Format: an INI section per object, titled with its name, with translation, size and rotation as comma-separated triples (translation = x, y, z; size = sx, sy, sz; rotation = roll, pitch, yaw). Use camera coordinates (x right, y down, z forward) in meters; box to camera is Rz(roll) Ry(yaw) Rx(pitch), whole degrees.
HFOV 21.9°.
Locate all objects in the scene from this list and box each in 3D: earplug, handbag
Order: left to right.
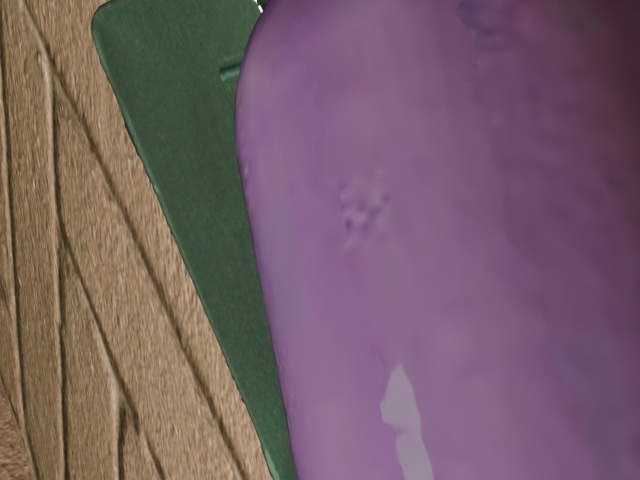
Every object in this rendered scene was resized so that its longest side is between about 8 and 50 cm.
[handbag]
translation = 0.000, 0.000, 0.864
size = 0.238, 0.089, 0.326
rotation = 2, 115, 67
[earplug]
translation = 0.090, 0.087, 0.579
size = 0.215, 0.215, 0.456
rotation = 124, 134, -65
